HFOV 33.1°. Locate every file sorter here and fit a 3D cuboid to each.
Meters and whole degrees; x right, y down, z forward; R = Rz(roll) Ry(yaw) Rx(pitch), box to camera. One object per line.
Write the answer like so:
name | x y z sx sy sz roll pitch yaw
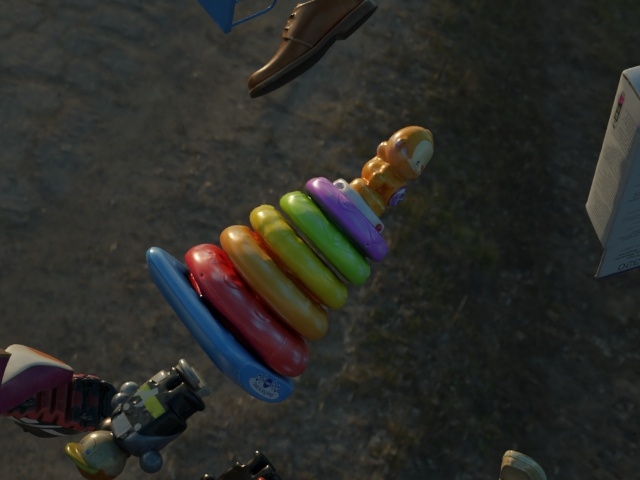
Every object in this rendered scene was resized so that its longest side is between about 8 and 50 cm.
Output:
file sorter | -0.150 -0.438 1.692 0.104 0.118 0.170 -29 68 -26

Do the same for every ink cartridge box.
ink cartridge box | 0.467 -0.107 1.208 0.324 0.330 0.071 -17 60 -8

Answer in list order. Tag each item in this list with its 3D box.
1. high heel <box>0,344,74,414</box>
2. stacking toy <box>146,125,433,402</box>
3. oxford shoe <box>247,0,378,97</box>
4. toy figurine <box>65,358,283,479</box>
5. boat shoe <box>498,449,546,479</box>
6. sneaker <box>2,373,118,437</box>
high heel | -0.414 0.205 1.444 0.082 0.117 0.244 22 -4 12
stacking toy | 0.000 0.000 1.052 0.166 0.302 0.175 48 0 28
oxford shoe | -0.026 -0.275 1.464 0.076 0.212 0.076 49 -5 -1
toy figurine | -0.143 0.236 1.074 0.209 0.148 0.213 52 -4 -4
boat shoe | 0.272 0.349 1.477 0.063 0.170 0.059 18 58 27
sneaker | -0.460 0.246 1.678 0.276 0.135 0.097 21 56 -31
